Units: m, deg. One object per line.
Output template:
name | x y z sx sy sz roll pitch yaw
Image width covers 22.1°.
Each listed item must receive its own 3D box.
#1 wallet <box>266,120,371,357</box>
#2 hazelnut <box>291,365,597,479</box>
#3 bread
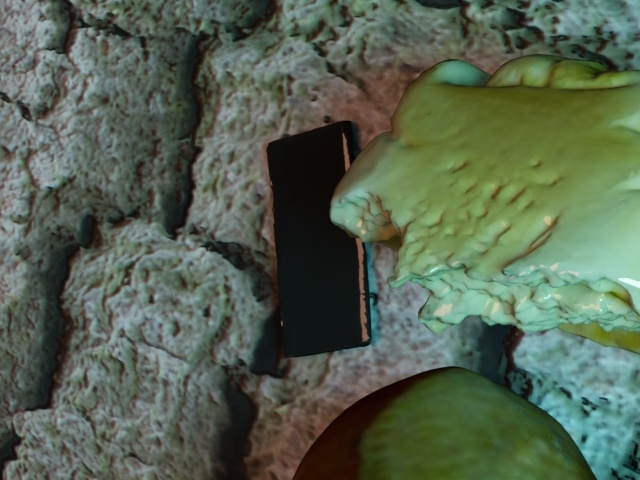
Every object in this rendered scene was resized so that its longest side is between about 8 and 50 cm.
wallet | 0.000 0.000 1.765 0.124 0.025 0.244 -14 76 41
hazelnut | 0.100 0.306 1.453 0.366 0.366 0.366 -4 85 43
bread | 0.204 -0.031 1.373 0.424 0.329 0.245 19 100 48
